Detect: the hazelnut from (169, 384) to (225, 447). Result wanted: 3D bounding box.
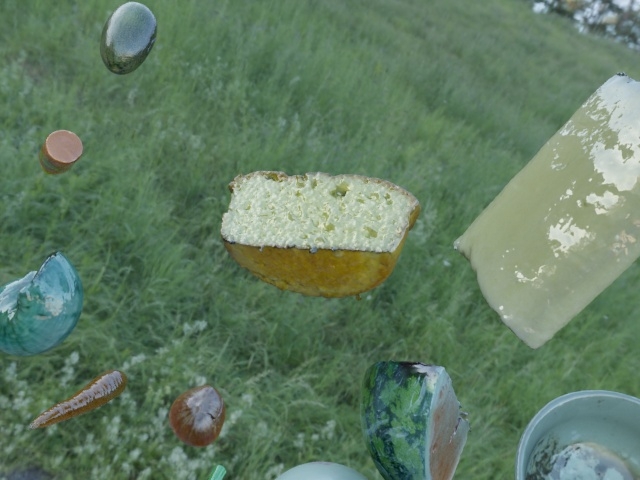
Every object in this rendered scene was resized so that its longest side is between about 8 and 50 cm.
[{"bbox_3d":[-0.378,0.529,1.613,0.182,0.182,0.182,22,16,-7],"label":"hazelnut"}]

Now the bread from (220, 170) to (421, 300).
[{"bbox_3d":[0.000,0.000,0.937,0.339,0.179,0.194,4,49,10],"label":"bread"}]

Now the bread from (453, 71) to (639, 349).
[{"bbox_3d":[0.180,-0.026,0.372,0.060,0.178,0.139,35,19,-13],"label":"bread"}]

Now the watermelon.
[{"bbox_3d":[0.153,0.294,0.856,0.224,0.180,0.305,62,0,39],"label":"watermelon"}]

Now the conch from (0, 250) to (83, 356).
[{"bbox_3d":[-0.533,0.125,1.009,0.202,0.196,0.134,0,-39,49],"label":"conch"}]

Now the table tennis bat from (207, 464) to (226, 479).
[{"bbox_3d":[-0.358,0.791,1.622,0.160,0.039,0.257,13,26,12],"label":"table tennis bat"}]

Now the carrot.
[{"bbox_3d":[-0.373,0.251,0.832,0.048,0.048,0.216,27,9,9],"label":"carrot"}]

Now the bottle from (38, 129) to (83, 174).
[{"bbox_3d":[-0.531,-0.168,1.073,0.069,0.069,0.187,14,-13,-31],"label":"bottle"}]

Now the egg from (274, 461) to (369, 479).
[{"bbox_3d":[0.011,0.487,0.863,0.230,0.230,0.371,33,-15,29],"label":"egg"}]

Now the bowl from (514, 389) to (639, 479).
[{"bbox_3d":[0.404,0.375,0.748,0.289,0.146,0.289,-1,54,2],"label":"bowl"}]

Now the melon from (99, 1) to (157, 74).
[{"bbox_3d":[-0.386,-0.404,1.066,0.099,0.162,0.099,13,-22,5],"label":"melon"}]
